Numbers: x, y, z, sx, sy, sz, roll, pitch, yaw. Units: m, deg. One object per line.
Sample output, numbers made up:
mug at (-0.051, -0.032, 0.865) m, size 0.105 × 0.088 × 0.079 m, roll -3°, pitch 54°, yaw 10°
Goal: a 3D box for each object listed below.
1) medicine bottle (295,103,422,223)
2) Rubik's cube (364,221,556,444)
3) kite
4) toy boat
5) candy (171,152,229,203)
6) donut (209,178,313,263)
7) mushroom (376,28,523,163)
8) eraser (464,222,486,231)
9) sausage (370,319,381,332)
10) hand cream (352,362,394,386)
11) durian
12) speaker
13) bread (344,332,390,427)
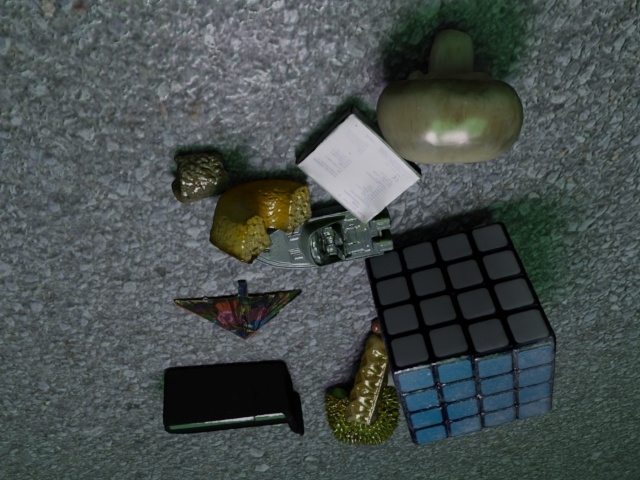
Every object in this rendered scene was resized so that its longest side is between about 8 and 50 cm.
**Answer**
medicine bottle at (0.076, -0.146, 1.284) m, size 0.201 × 0.052 × 0.171 m, roll 39°, pitch 119°, yaw -17°
Rubik's cube at (0.316, 0.217, 1.463) m, size 0.337 × 0.344 × 0.344 m, roll -16°, pitch 135°, yaw 6°
kite at (-0.205, 0.181, 1.626) m, size 0.321 × 0.016 × 0.234 m, roll -3°, pitch 136°, yaw -6°
toy boat at (0.000, 0.000, 1.423) m, size 0.319 × 0.092 × 0.141 m, roll -11°, pitch 128°, yaw 1°
candy at (-0.242, -0.126, 1.272) m, size 0.110 × 0.085 × 0.095 m, roll -8°, pitch 145°, yaw -18°
donut at (-0.140, -0.052, 1.289) m, size 0.152 × 0.259 × 0.101 m, roll 16°, pitch 123°, yaw 25°
mushroom at (0.234, -0.254, 1.136) m, size 0.260 × 0.254 × 0.234 m, roll -11°, pitch 106°, yaw -47°
eraser at (0.327, 0.058, 1.579) m, size 0.230 × 0.038 × 0.157 m, roll -24°, pitch 134°, yaw 14°
sausage at (0.228, 0.236, 1.733) m, size 0.186 × 0.043 × 0.043 m, roll 6°, pitch 133°, yaw -15°
hand cream at (0.215, 0.405, 1.897) m, size 0.276 × 0.059 × 0.095 m, roll 17°, pitch 128°, yaw -31°
durian at (0.130, 0.525, 1.909) m, size 0.236 × 0.177 × 0.200 m, roll -3°, pitch 179°, yaw -20°
speaker at (-0.236, 0.466, 1.791) m, size 0.388 × 0.180 × 0.184 m, roll -2°, pitch 140°, yaw -8°
bread at (0.144, 0.376, 1.757) m, size 0.098 × 0.087 × 0.269 m, roll 15°, pitch 96°, yaw -9°
